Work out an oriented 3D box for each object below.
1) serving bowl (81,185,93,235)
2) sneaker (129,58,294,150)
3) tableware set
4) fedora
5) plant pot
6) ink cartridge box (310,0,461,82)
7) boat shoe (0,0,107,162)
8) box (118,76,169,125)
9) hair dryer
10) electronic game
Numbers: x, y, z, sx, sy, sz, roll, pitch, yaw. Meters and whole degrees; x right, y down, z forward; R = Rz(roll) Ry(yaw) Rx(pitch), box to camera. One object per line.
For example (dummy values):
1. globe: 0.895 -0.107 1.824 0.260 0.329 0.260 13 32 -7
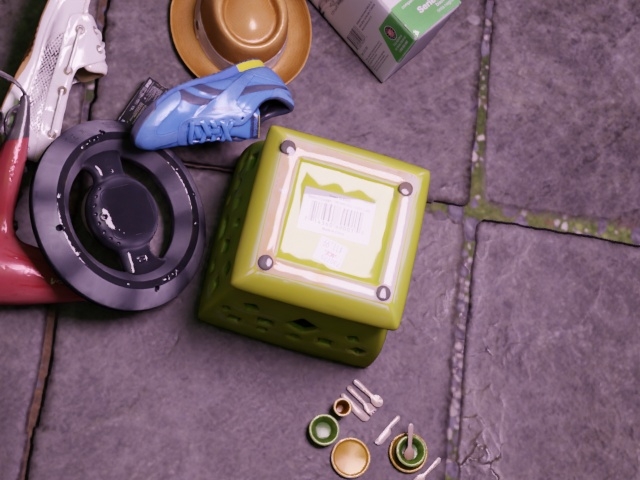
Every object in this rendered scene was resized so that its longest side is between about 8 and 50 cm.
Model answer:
1. serving bowl: -0.243 -0.038 1.620 0.083 0.027 0.083 3 75 -12
2. sneaker: -0.122 -0.146 1.593 0.209 0.069 0.082 -27 65 -31
3. tableware set: 0.065 0.246 1.620 0.154 0.024 0.104 45 72 0
4. fedora: -0.093 -0.279 1.686 0.194 0.079 0.194 3 75 -12
5. plant pot: 0.000 0.000 1.572 0.228 0.207 0.227 16 74 -7
6. ink cartridge box: 0.057 -0.321 1.692 0.087 0.153 0.208 -41 89 -19
7. boat shoe: -0.299 -0.220 1.621 0.096 0.098 0.277 21 82 -7
8. box: -0.205 -0.148 1.660 0.067 0.018 0.083 32 72 -3
9. hair dryer: -0.363 -0.031 1.534 0.223 0.080 0.293 -40 105 -1
10. electronic game: -0.231 -0.030 1.572 0.229 0.048 0.229 14 67 -35
